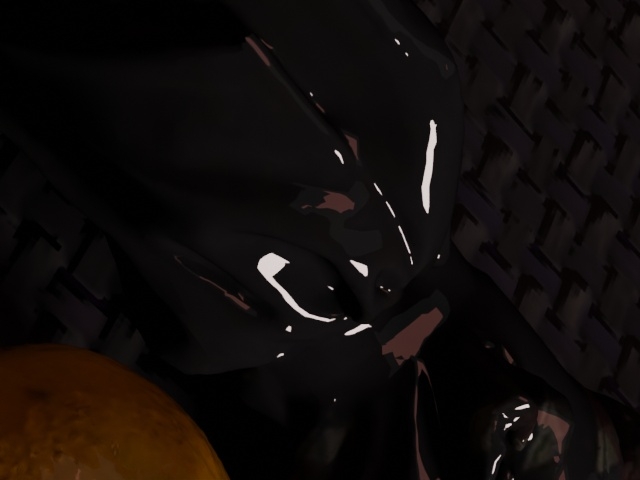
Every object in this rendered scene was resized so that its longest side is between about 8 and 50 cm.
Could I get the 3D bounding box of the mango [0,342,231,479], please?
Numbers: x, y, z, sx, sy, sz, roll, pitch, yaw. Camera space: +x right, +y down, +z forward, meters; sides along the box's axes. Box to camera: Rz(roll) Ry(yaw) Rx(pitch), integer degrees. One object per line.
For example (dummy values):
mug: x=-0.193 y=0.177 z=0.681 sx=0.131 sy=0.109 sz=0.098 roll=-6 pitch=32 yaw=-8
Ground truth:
mango: x=-0.049 y=0.102 z=0.398 sx=0.101 sy=0.066 sz=0.188 roll=-4 pitch=85 yaw=-45

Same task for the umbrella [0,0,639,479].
umbrella: x=0.001 y=0.001 z=0.448 sx=0.272 sy=0.110 sz=0.122 roll=61 pitch=2 yaw=-14
